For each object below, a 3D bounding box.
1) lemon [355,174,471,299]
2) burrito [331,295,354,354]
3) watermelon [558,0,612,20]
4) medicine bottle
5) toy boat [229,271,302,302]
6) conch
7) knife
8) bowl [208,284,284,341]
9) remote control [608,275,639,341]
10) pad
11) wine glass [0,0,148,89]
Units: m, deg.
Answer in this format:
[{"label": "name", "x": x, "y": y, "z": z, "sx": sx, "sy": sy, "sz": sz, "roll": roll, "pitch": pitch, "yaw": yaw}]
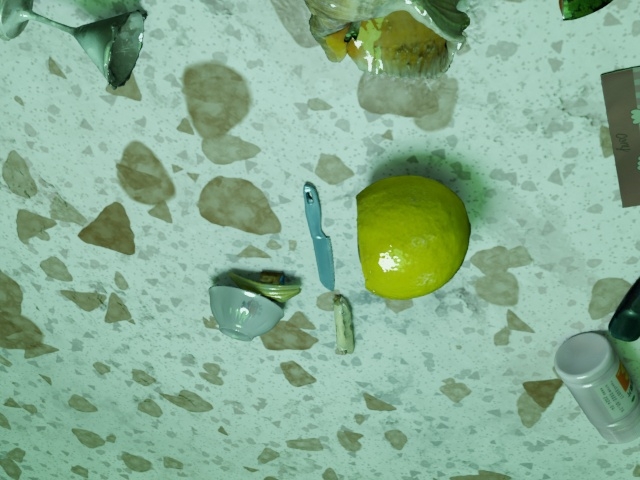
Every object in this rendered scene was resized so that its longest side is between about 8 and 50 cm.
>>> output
[{"label": "lemon", "x": 0.180, "y": -0.009, "z": 1.555, "sx": 0.219, "sy": 0.240, "sz": 0.240, "roll": -8, "pitch": 129, "yaw": 5}, {"label": "burrito", "x": 0.056, "y": 0.202, "z": 1.908, "sx": 0.045, "sy": 0.041, "sz": 0.185, "roll": 40, "pitch": 148, "yaw": 38}, {"label": "watermelon", "x": 0.393, "y": -0.396, "z": 1.255, "sx": 0.125, "sy": 0.135, "sz": 0.094, "roll": 31, "pitch": 168, "yaw": -17}, {"label": "medicine bottle", "x": 0.629, "y": 0.331, "z": 1.802, "sx": 0.133, "sy": 0.133, "sz": 0.250, "roll": -20, "pitch": 122, "yaw": 29}, {"label": "toy boat", "x": -0.128, "y": 0.102, "z": 1.853, "sx": 0.172, "sy": 0.066, "sz": 0.065, "roll": 7, "pitch": 162, "yaw": 13}, {"label": "conch", "x": 0.102, "y": -0.389, "z": 1.269, "sx": 0.297, "sy": 0.352, "sz": 0.210, "roll": 32, "pitch": 88, "yaw": -1}, {"label": "knife", "x": 0.000, "y": 0.000, "z": 1.760, "sx": 0.044, "sy": 0.019, "sz": 0.313, "roll": 0, "pitch": 133, "yaw": 11}, {"label": "bowl", "x": -0.184, "y": 0.180, "z": 1.872, "sx": 0.189, "sy": 0.086, "sz": 0.189, "roll": 15, "pitch": 157, "yaw": 6}, {"label": "remote control", "x": 0.666, "y": 0.130, "z": 1.674, "sx": 0.072, "sy": 0.042, "sz": 0.222, "roll": 17, "pitch": 133, "yaw": 3}, {"label": "pad", "x": 0.619, "y": -0.186, "z": 1.431, "sx": 0.202, "sy": 0.005, "sz": 0.300, "roll": -8, "pitch": 128, "yaw": 21}, {"label": "wine glass", "x": -0.452, "y": -0.381, "z": 1.462, "sx": 0.232, "sy": 0.156, "sz": 0.156, "roll": 21, "pitch": 133, "yaw": 2}]
